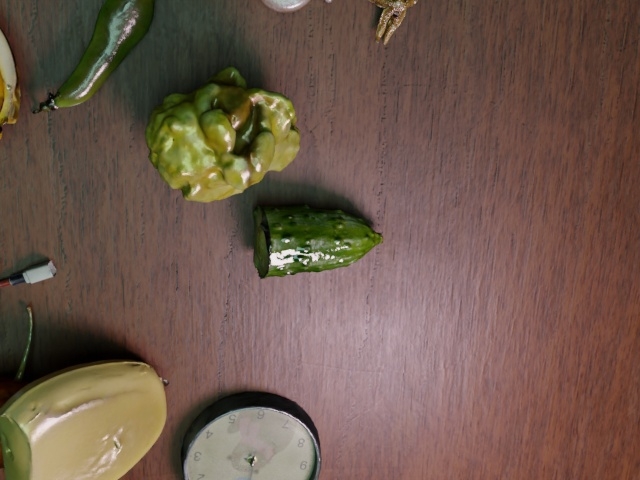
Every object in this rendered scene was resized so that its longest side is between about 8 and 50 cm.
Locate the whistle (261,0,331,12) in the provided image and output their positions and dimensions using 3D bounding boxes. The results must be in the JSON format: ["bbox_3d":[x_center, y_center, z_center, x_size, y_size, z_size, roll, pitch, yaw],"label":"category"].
[{"bbox_3d":[-0.015,-0.423,1.279,0.220,0.057,0.107,0,107,-7],"label":"whistle"}]

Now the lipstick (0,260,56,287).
[{"bbox_3d":[-0.515,0.064,1.369,0.107,0.025,0.025,-16,109,2],"label":"lipstick"}]

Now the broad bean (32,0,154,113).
[{"bbox_3d":[-0.343,-0.309,1.254,0.075,0.067,0.325,38,96,-7],"label":"broad bean"}]

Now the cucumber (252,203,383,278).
[{"bbox_3d":[0.001,0.001,1.398,0.245,0.134,0.134,-3,109,-19],"label":"cucumber"}]

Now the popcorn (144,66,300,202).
[{"bbox_3d":[-0.158,-0.163,1.261,0.256,0.255,0.194,-10,88,-34],"label":"popcorn"}]

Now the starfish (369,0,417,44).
[{"bbox_3d":[0.134,-0.406,1.322,0.131,0.041,0.133,-20,110,-1],"label":"starfish"}]

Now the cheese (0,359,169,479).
[{"bbox_3d":[-0.396,0.325,1.375,0.316,0.128,0.259,-22,132,-47],"label":"cheese"}]

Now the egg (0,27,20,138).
[{"bbox_3d":[-0.611,-0.247,1.181,0.287,0.174,0.264,-6,99,-34],"label":"egg"}]

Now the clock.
[{"bbox_3d":[-0.133,0.431,1.543,0.281,0.055,0.280,-3,108,-9],"label":"clock"}]

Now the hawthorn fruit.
[{"bbox_3d":[-0.545,0.261,1.391,0.165,0.165,0.285,28,78,-17],"label":"hawthorn fruit"}]
